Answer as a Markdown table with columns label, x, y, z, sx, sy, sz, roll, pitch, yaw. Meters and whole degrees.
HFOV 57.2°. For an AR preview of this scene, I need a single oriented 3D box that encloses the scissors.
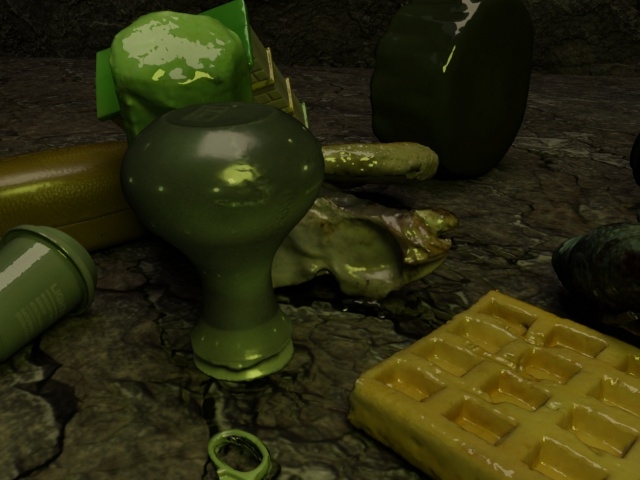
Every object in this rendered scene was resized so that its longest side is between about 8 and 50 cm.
| label | x | y | z | sx | sy | sz | roll | pitch | yaw |
| --- | --- | --- | --- | --- | --- | --- | --- | --- | --- |
| scissors | -0.035 | 0.198 | 0.402 | 0.187 | 0.020 | 0.133 | 12 | 29 | 29 |

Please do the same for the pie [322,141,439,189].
| label | x | y | z | sx | sy | sz | roll | pitch | yaw |
| --- | --- | --- | --- | --- | --- | --- | --- | --- | --- |
| pie | 0.034 | -0.111 | 0.913 | 0.337 | 0.075 | 0.337 | -6 | 2 | 0 |

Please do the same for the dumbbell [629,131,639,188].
| label | x | y | z | sx | sy | sz | roll | pitch | yaw |
| --- | --- | --- | --- | --- | --- | --- | --- | --- | --- |
| dumbbell | 0.582 | -0.090 | 0.862 | 0.185 | 0.185 | 0.388 | 6 | 24 | 13 |

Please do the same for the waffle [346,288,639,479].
| label | x | y | z | sx | sy | sz | roll | pitch | yaw |
| --- | --- | --- | --- | --- | --- | --- | --- | --- | --- |
| waffle | 0.182 | 0.136 | 0.499 | 0.247 | 0.055 | 0.221 | -21 | 31 | -40 |

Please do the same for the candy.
| label | x | y | z | sx | sy | sz | roll | pitch | yaw |
| --- | --- | --- | --- | --- | --- | --- | --- | --- | --- |
| candy | -0.161 | -0.116 | 0.705 | 0.142 | 0.343 | 0.132 | 23 | 63 | 0 |

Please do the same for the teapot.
| label | x | y | z | sx | sy | sz | roll | pitch | yaw |
| --- | --- | --- | --- | --- | --- | --- | --- | --- | --- |
| teapot | -0.085 | 0.003 | 0.559 | 0.183 | 0.251 | 0.183 | -1 | 25 | 0 |

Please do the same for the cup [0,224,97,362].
| label | x | y | z | sx | sy | sz | roll | pitch | yaw |
| --- | --- | --- | --- | --- | --- | --- | --- | --- | --- |
| cup | -0.317 | 0.062 | 0.614 | 0.120 | 0.120 | 0.141 | 8 | 39 | 18 |

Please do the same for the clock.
| label | x | y | z | sx | sy | sz | roll | pitch | yaw |
| --- | --- | --- | --- | --- | --- | --- | --- | --- | --- |
| clock | -0.152 | -0.191 | 0.852 | 0.219 | 0.106 | 0.255 | -15 | -23 | 14 |

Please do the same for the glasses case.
| label | x | y | z | sx | sy | sz | roll | pitch | yaw |
| --- | --- | --- | --- | --- | --- | --- | --- | --- | --- |
| glasses case | -0.374 | -0.061 | 0.841 | 0.371 | 0.141 | 0.173 | -19 | 31 | -36 |

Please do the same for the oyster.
| label | x | y | z | sx | sy | sz | roll | pitch | yaw |
| --- | --- | --- | --- | --- | --- | --- | --- | --- | --- |
| oyster | -0.005 | 0.001 | 0.719 | 0.336 | 0.133 | 0.198 | 11 | 33 | 33 |

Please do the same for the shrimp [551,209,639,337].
| label | x | y | z | sx | sy | sz | roll | pitch | yaw |
| --- | --- | --- | --- | --- | --- | --- | --- | --- | --- |
| shrimp | 0.332 | 0.019 | 0.549 | 0.137 | 0.172 | 0.372 | 31 | -1 | -5 |

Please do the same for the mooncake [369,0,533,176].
| label | x | y | z | sx | sy | sz | roll | pitch | yaw |
| --- | --- | --- | --- | --- | --- | --- | --- | --- | --- |
| mooncake | 0.253 | -0.299 | 1.130 | 0.194 | 0.357 | 0.356 | 24 | 33 | 38 |
